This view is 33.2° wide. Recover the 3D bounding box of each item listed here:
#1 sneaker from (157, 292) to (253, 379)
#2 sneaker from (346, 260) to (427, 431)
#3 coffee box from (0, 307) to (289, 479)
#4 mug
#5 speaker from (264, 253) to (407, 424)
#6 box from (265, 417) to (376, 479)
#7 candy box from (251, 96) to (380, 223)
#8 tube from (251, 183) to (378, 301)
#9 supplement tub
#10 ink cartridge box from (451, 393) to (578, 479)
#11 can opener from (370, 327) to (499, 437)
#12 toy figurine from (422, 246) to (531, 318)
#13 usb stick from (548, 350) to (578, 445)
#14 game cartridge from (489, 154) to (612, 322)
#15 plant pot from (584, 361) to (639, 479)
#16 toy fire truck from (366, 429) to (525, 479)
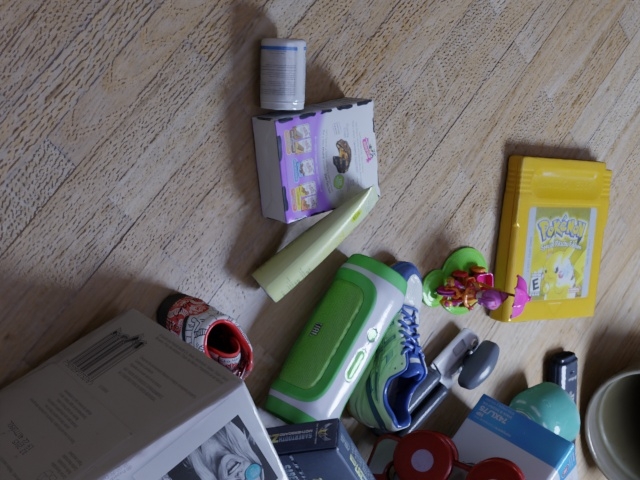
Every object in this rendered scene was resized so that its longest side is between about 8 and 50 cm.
[{"bbox_3d":[-0.158,0.215,1.615,0.090,0.145,0.270,-27,116,-32],"label":"sneaker"},{"bbox_3d":[0.144,0.187,1.861,0.112,0.131,0.296,10,92,-38],"label":"sneaker"},{"bbox_3d":[-0.256,0.349,1.421,0.338,0.338,0.334,-33,119,-22],"label":"coffee box"},{"bbox_3d":[0.440,0.368,2.124,0.097,0.129,0.157,-16,66,-34],"label":"mug"},{"bbox_3d":[0.027,0.173,1.765,0.131,0.131,0.296,40,75,-37],"label":"speaker"},{"bbox_3d":[-0.019,0.377,1.703,0.059,0.184,0.232,-85,157,-43],"label":"box"},{"bbox_3d":[-0.004,-0.132,1.711,0.196,0.070,0.164,-17,110,-35],"label":"candy box"},{"bbox_3d":[0.000,0.000,1.702,0.240,0.070,0.062,-41,117,-5],"label":"tube"},{"bbox_3d":[-0.058,-0.255,1.641,0.071,0.071,0.107,-5,103,-38],"label":"supplement tub"},{"bbox_3d":[0.321,0.471,1.985,0.270,0.197,0.198,-51,149,-18],"label":"ink cartridge box"},{"bbox_3d":[0.216,0.274,1.958,0.283,0.095,0.076,-44,123,-23],"label":"can opener"},{"bbox_3d":[0.297,0.092,1.943,0.173,0.159,0.130,-10,106,-36],"label":"toy figurine"},{"bbox_3d":[0.506,0.370,2.243,0.077,0.045,0.277,-11,106,-36],"label":"usb stick"},{"bbox_3d":[0.463,-0.003,2.125,0.285,0.053,0.323,-1,101,-39],"label":"game cartridge"},{"bbox_3d":[0.776,0.375,2.322,0.280,0.323,0.323,-28,117,-49],"label":"plant pot"},{"bbox_3d":[0.206,0.463,1.800,0.169,0.302,0.253,46,65,-75],"label":"toy fire truck"}]
